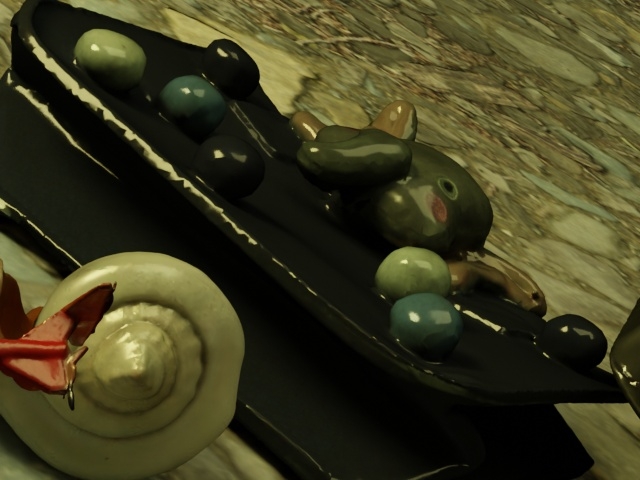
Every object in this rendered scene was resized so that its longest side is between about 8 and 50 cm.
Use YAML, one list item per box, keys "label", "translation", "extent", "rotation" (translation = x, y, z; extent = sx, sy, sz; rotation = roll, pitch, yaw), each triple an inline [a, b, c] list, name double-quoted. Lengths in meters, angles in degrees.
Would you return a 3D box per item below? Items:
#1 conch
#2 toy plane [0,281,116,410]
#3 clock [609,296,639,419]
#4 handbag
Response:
- label: "conch"
  translation: [-0.089, 0.034, 0.805]
  extent: [0.104, 0.094, 0.176]
  rotation: [-15, 24, -7]
- label: "toy plane"
  translation: [-0.172, 0.039, 0.662]
  extent: [0.194, 0.126, 0.077]
  rotation: [17, 56, -37]
- label: "clock"
  translation: [0.248, 0.136, 1.031]
  extent: [0.273, 0.049, 0.279]
  rotation: [53, 19, 2]
- label: "handbag"
  translation: [0.000, 0.000, 1.012]
  extent: [0.326, 0.118, 0.269]
  rotation: [41, 19, 24]
